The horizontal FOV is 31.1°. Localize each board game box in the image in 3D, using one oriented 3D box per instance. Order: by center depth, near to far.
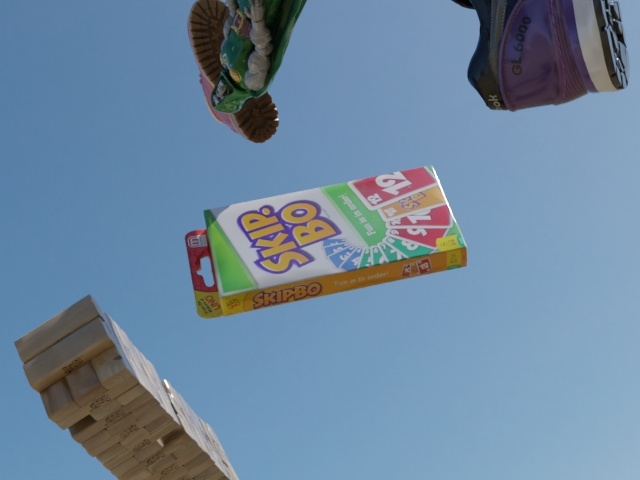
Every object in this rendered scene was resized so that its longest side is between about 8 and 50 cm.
[{"bbox_3d":[0.000,0.000,1.110,0.259,0.124,0.039,-13,-45,-3],"label":"board game box"}]

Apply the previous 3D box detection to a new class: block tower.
[{"bbox_3d":[-0.193,0.193,1.211,0.097,0.091,0.335,-32,-38,-1],"label":"block tower"}]

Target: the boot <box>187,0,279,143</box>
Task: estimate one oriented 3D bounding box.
[{"bbox_3d":[-0.104,-0.174,1.163,0.059,0.084,0.158,-34,-57,-20],"label":"boot"}]

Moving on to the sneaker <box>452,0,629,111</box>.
[{"bbox_3d":[0.143,-0.235,0.858,0.124,0.283,0.107,-12,-18,25],"label":"sneaker"}]

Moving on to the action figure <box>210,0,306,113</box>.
[{"bbox_3d":[-0.048,-0.209,0.977,0.063,0.137,0.232,2,-56,-29],"label":"action figure"}]
